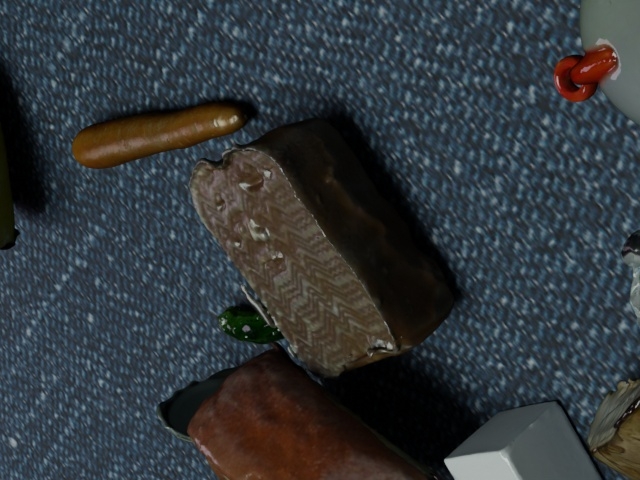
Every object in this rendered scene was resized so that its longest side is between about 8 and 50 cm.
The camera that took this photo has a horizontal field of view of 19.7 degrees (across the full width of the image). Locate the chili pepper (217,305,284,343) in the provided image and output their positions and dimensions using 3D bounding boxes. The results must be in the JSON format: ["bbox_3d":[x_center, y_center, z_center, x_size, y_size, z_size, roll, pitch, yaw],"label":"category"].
[{"bbox_3d":[-0.051,0.069,1.640,0.055,0.035,0.118,39,149,-8],"label":"chili pepper"}]

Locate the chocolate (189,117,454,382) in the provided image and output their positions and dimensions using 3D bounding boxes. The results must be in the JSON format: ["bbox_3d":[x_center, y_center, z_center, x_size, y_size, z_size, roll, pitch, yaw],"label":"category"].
[{"bbox_3d":[0.000,0.000,1.474,0.148,0.093,0.214,-25,99,53],"label":"chocolate"}]

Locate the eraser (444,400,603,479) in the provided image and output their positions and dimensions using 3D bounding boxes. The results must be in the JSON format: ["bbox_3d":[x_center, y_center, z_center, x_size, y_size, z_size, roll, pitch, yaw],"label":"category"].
[{"bbox_3d":[0.215,0.276,1.468,0.078,0.076,0.298,-20,102,54],"label":"eraser"}]

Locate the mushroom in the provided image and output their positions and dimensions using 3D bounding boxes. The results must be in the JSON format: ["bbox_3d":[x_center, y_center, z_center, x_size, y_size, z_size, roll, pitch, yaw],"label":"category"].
[{"bbox_3d":[0.239,0.133,1.278,0.094,0.072,0.210,24,167,0],"label":"mushroom"}]

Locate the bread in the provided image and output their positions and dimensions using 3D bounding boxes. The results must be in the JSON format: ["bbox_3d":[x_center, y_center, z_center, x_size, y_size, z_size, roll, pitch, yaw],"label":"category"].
[{"bbox_3d":[0.004,0.194,1.529,0.244,0.123,0.190,32,168,46],"label":"bread"}]

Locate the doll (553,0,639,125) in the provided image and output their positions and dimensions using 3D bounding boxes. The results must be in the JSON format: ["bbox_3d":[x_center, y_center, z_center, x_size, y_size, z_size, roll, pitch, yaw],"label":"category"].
[{"bbox_3d":[0.258,-0.144,1.056,0.336,0.105,0.200,-27,90,47],"label":"doll"}]

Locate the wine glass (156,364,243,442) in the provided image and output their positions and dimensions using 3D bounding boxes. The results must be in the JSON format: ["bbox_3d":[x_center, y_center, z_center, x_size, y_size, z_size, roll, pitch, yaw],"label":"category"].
[{"bbox_3d":[-0.076,0.247,1.727,0.156,0.156,0.232,18,126,40],"label":"wine glass"}]

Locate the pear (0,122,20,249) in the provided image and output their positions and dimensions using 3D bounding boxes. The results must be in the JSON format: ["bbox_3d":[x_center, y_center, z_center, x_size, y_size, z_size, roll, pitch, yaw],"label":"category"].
[{"bbox_3d":[-0.393,-0.110,1.778,0.267,0.267,0.178,37,116,24],"label":"pear"}]

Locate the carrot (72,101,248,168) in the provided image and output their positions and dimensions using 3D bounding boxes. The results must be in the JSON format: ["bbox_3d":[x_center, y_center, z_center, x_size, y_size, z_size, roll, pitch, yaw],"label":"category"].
[{"bbox_3d":[-0.143,-0.094,1.609,0.248,0.043,0.043,-8,112,49],"label":"carrot"}]

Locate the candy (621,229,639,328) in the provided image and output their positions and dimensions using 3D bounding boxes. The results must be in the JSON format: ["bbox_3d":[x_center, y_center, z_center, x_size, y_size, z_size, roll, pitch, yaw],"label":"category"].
[{"bbox_3d":[0.293,0.071,1.233,0.226,0.051,0.094,37,138,24],"label":"candy"}]
